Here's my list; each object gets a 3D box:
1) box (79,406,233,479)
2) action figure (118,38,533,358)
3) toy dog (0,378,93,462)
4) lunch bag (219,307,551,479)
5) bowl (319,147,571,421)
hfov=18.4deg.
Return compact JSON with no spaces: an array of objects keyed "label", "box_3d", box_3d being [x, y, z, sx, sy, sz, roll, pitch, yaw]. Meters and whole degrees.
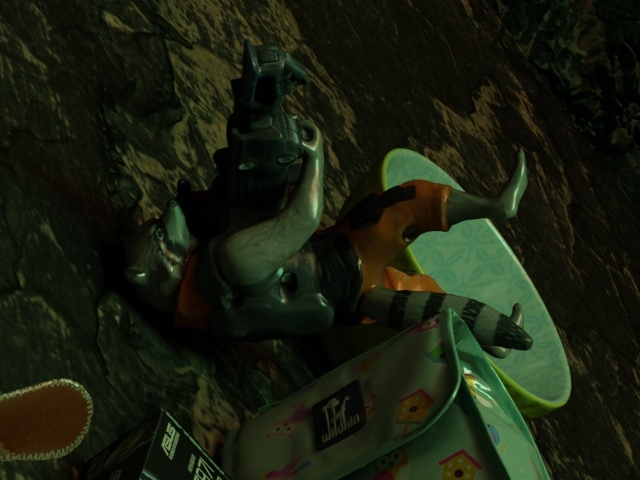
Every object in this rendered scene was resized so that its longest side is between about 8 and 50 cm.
[{"label":"box","box_3d":[-0.099,0.222,1.309,0.147,0.077,0.180,49,21,-15]},{"label":"action figure","box_3d":[0.000,0.000,1.569,0.341,0.330,0.178,84,4,-58]},{"label":"toy dog","box_3d":[-0.152,0.181,1.066,0.334,0.161,0.220,54,21,-39]},{"label":"lunch bag","box_3d":[0.059,0.203,1.483,0.160,0.223,0.262,32,29,-60]},{"label":"bowl","box_3d":[0.090,0.072,1.869,0.289,0.156,0.289,46,22,-25]}]
